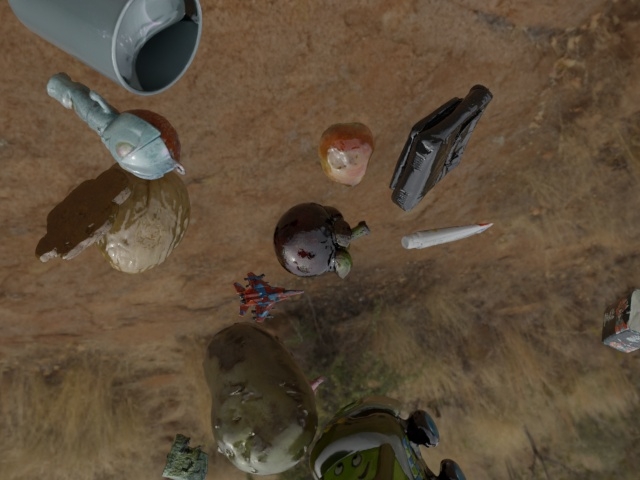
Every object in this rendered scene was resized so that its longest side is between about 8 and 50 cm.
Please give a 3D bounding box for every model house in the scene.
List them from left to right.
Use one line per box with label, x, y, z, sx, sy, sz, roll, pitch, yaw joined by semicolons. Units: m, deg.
model house;-0.250;0.419;1.106;0.083;0.078;0.066;21;150;-10

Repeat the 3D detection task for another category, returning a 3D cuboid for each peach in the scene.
peach;0.097;-0.311;2.105;0.215;0.214;0.235;-5;114;-14

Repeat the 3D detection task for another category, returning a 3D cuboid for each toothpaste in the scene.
toothpaste;0.228;-0.010;1.048;0.191;0.031;0.048;-9;160;-29

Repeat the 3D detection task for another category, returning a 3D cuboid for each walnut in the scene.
walnut;-0.501;-0.064;1.598;0.252;0.277;0.312;1;112;-50

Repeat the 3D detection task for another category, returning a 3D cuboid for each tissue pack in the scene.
tissue pack;0.705;0.184;1.314;0.091;0.103;0.170;16;162;13

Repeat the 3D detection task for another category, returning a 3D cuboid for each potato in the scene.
potato;-0.094;0.239;0.911;0.165;0.262;0.164;-11;134;-11

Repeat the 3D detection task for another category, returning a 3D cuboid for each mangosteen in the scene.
mangosteen;-0.010;0.004;1.220;0.184;0.172;0.172;25;159;19

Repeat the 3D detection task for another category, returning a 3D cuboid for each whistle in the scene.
whistle;-0.417;-0.237;1.212;0.133;0.346;0.142;-54;172;-7

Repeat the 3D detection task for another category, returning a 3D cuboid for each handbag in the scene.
handbag;0.269;-0.211;1.334;0.244;0.088;0.275;-40;160;-24

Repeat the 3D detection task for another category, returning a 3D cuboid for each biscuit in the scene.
biscuit;-0.564;-0.055;1.393;0.290;0.208;0.041;-44;138;-2

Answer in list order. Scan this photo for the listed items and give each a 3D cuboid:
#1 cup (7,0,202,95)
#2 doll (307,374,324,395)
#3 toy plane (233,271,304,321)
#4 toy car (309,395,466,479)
cup;-0.389;-0.414;1.026;0.205;0.312;0.205;-50;161;-24
doll;-0.100;0.373;1.264;0.262;0.093;0.211;-32;171;-26
toy plane;-0.127;0.140;1.466;0.189;0.129;0.061;0;157;-40
toy car;0.086;0.364;0.828;0.204;0.247;0.198;-32;171;16
